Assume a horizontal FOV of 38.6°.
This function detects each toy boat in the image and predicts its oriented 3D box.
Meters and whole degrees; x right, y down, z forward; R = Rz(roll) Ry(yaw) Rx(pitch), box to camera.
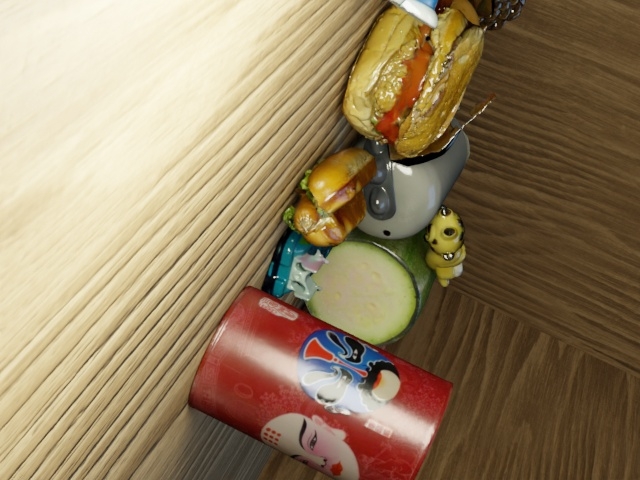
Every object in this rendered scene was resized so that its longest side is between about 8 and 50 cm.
[{"bbox_3d":[0.000,0.000,1.563,0.299,0.092,0.134,-53,164,-57],"label":"toy boat"}]

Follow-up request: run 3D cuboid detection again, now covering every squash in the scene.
[{"bbox_3d":[0.134,0.054,2.077,0.263,0.263,0.384,-68,173,25],"label":"squash"}]

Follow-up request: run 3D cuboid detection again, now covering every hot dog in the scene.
[{"bbox_3d":[0.187,-0.297,1.531,0.107,0.194,0.326,18,76,-55],"label":"hot dog"},{"bbox_3d":[0.017,-0.071,1.398,0.337,0.100,0.135,-47,152,-73],"label":"hot dog"}]

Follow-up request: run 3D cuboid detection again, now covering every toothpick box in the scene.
[{"bbox_3d":[0.001,0.226,1.333,0.204,0.333,0.204,24,90,-83],"label":"toothpick box"},{"bbox_3d":[0.149,-0.140,1.744,0.316,0.229,0.229,-52,166,-57],"label":"toothpick box"}]

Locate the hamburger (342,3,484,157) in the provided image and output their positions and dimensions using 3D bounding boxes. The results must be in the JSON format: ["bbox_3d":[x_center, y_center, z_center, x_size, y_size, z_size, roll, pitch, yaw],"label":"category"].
[{"bbox_3d":[0.131,-0.247,1.379,0.244,0.163,0.244,-55,167,-19],"label":"hamburger"}]

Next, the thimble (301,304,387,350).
[{"bbox_3d":[0.041,0.250,2.186,0.239,0.239,0.162,-43,154,-73],"label":"thimble"}]

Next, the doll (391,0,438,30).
[{"bbox_3d":[0.148,-0.378,1.051,0.215,0.161,0.257,14,106,-57],"label":"doll"}]

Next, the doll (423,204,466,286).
[{"bbox_3d":[0.255,0.013,1.867,0.291,0.086,0.117,71,19,-69],"label":"doll"}]

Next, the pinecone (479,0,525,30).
[{"bbox_3d":[0.320,-0.514,1.819,0.205,0.184,0.179,-104,-153,-60],"label":"pinecone"}]

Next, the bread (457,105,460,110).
[{"bbox_3d":[0.231,-0.291,1.954,0.230,0.122,0.230,-166,-90,-83],"label":"bread"}]
